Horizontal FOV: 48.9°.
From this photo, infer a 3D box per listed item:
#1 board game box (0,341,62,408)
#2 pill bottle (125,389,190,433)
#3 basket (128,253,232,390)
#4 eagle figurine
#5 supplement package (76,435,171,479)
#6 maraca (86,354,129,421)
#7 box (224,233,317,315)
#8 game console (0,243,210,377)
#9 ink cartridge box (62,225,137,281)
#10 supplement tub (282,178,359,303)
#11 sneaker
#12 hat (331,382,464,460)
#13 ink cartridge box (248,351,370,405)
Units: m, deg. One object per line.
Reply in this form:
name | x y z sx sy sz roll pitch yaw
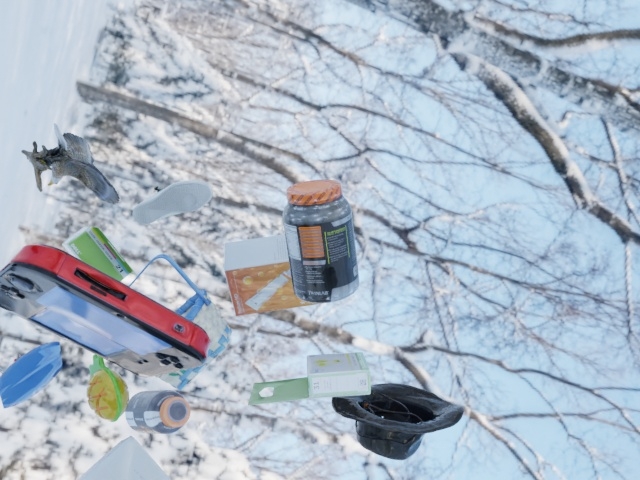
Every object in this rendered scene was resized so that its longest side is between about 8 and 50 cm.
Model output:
board game box | -0.568 0.249 1.360 0.133 0.033 0.168 -37 159 -36
pill bottle | -0.485 0.517 2.123 0.246 0.131 0.130 -18 -122 52
basket | -0.380 0.207 1.766 0.255 0.289 0.201 -44 -173 11
eagle figurine | -0.801 -0.240 2.278 0.225 0.298 0.226 -4 -96 41
supplement package | -0.413 0.548 1.452 0.198 0.199 0.263 -41 180 -26
maraca | -0.548 0.375 1.790 0.185 0.099 0.127 53 -54 32
box | -0.150 0.113 2.481 0.168 0.346 0.214 -99 180 -54
game console | -0.427 0.153 1.327 0.342 0.387 0.060 -26 -143 47
ink cartridge box | -0.661 0.056 2.099 0.097 0.188 0.255 -40 -163 -20
supplement tub | 0.000 0.000 2.101 0.207 0.207 0.337 -132 -147 -67
sneaker | -0.410 -0.134 2.050 0.256 0.094 0.151 -17 -162 19
hat | 0.187 0.462 1.735 0.331 0.332 0.133 -162 -105 -70
ink cartridge box | -0.023 0.272 1.404 0.171 0.235 0.056 -113 -160 -87
